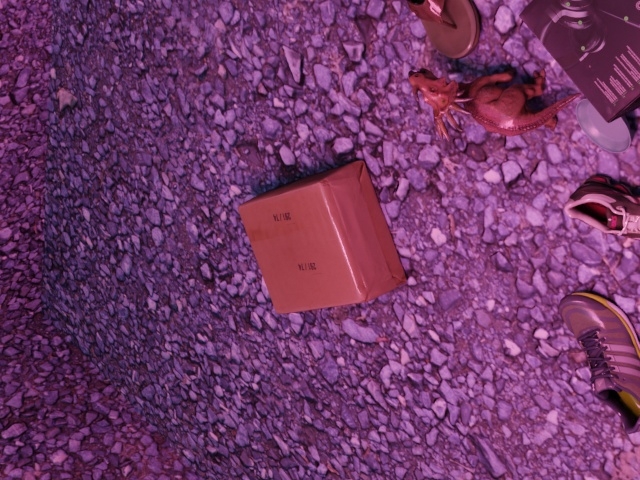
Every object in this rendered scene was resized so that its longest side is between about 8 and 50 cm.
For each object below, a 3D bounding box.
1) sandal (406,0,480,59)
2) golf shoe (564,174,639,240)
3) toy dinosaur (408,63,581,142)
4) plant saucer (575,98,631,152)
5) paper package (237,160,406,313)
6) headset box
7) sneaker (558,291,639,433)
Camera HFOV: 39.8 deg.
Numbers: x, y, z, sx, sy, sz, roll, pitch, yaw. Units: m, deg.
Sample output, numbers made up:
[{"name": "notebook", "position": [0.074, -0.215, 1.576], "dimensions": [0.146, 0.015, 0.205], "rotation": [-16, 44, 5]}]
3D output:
[{"name": "sandal", "position": [0.202, -0.484, 1.718], "dimensions": [0.120, 0.086, 0.303], "rotation": [-32, 85, 49]}, {"name": "golf shoe", "position": [0.563, -0.032, 1.551], "dimensions": [0.272, 0.120, 0.105], "rotation": [19, 120, 37]}, {"name": "toy dinosaur", "position": [0.318, -0.242, 1.634], "dimensions": [0.295, 0.200, 0.127], "rotation": [20, 123, 38]}, {"name": "plant saucer", "position": [0.505, -0.208, 1.564], "dimensions": [0.119, 0.021, 0.119], "rotation": [46, 165, 16]}, {"name": "paper package", "position": [0.000, 0.000, 2.106], "dimensions": [0.324, 0.168, 0.310], "rotation": [-14, 98, 49]}, {"name": "headset box", "position": [0.501, -0.368, 1.437], "dimensions": [0.246, 0.131, 0.283], "rotation": [53, 138, 11]}, {"name": "sneaker", "position": [0.554, 0.232, 1.686], "dimensions": [0.300, 0.121, 0.111], "rotation": [54, 137, 11]}]
